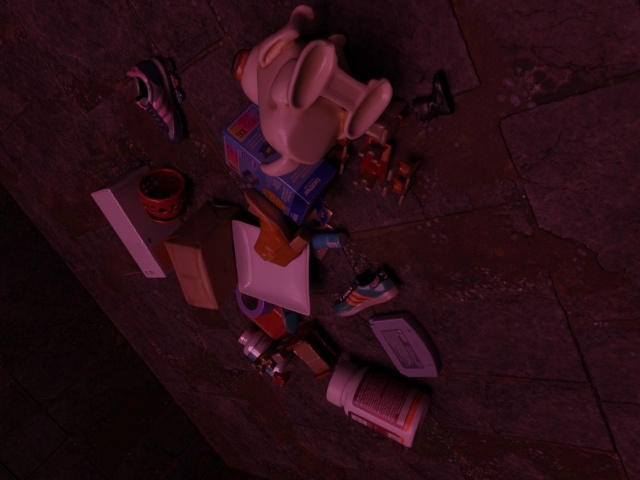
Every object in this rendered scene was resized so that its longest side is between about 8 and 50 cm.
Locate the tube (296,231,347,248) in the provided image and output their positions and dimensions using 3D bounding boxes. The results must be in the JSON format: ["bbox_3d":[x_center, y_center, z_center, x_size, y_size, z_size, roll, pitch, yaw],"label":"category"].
[{"bbox_3d":[0.000,0.000,1.698,0.207,0.052,0.080,-1,117,40],"label":"tube"}]

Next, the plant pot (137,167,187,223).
[{"bbox_3d":[-0.647,-0.176,1.962,0.191,0.191,0.174,27,142,17],"label":"plant pot"}]

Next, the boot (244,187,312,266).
[{"bbox_3d":[-0.190,-0.031,1.657,0.295,0.104,0.211,40,132,-12],"label":"boot"}]

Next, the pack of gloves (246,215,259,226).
[{"bbox_3d":[-0.205,0.010,1.904,0.194,0.046,0.232,16,122,25],"label":"pack of gloves"}]

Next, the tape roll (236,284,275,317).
[{"bbox_3d":[-0.279,0.234,2.051,0.188,0.080,0.189,10,105,41],"label":"tape roll"}]

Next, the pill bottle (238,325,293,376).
[{"bbox_3d":[-0.273,0.538,2.308,0.264,0.146,0.146,38,138,5],"label":"pill bottle"}]

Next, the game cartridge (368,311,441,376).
[{"bbox_3d":[0.332,0.400,1.805,0.198,0.062,0.297,-18,112,40],"label":"game cartridge"}]

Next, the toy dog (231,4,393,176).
[{"bbox_3d":[-0.065,-0.397,1.250,0.408,0.284,0.396,54,127,41],"label":"toy dog"}]

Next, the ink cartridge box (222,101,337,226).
[{"bbox_3d":[-0.109,-0.211,1.484,0.395,0.151,0.270,38,165,2],"label":"ink cartridge box"}]

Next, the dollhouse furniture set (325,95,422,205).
[{"bbox_3d":[0.165,-0.268,1.343,0.261,0.135,0.259,29,148,14],"label":"dollhouse furniture set"}]

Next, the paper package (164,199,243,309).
[{"bbox_3d":[-0.434,0.054,1.899,0.168,0.310,0.325,11,132,21],"label":"paper package"}]

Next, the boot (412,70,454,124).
[{"bbox_3d":[0.281,-0.363,1.210,0.099,0.045,0.121,-2,124,41],"label":"boot"}]

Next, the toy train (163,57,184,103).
[{"bbox_3d":[-0.510,-0.560,1.656,0.036,0.027,0.158,5,127,20],"label":"toy train"}]

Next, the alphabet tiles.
[{"bbox_3d":[-0.104,-0.074,1.739,0.342,0.011,0.285,34,133,2],"label":"alphabet tiles"}]

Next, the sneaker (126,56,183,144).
[{"bbox_3d":[-0.597,-0.481,1.699,0.112,0.131,0.319,21,135,39],"label":"sneaker"}]

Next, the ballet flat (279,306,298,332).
[{"bbox_3d":[-0.146,0.306,2.074,0.068,0.072,0.213,32,138,58],"label":"ballet flat"}]

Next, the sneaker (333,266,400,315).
[{"bbox_3d":[0.146,0.181,1.729,0.302,0.108,0.121,-29,103,39],"label":"sneaker"}]

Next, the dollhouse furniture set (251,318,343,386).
[{"bbox_3d":[-0.107,0.528,2.127,0.374,0.152,0.201,-34,101,38],"label":"dollhouse furniture set"}]

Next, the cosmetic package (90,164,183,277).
[{"bbox_3d":[-0.772,-0.079,2.107,0.161,0.230,0.454,-4,122,39],"label":"cosmetic package"}]

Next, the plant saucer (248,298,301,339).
[{"bbox_3d":[-0.243,0.348,2.201,0.259,0.048,0.258,42,138,1],"label":"plant saucer"}]

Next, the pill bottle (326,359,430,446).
[{"bbox_3d":[0.238,0.667,1.971,0.391,0.224,0.224,20,134,23],"label":"pill bottle"}]

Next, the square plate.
[{"bbox_3d":[-0.184,0.099,1.845,0.346,0.049,0.344,15,123,25],"label":"square plate"}]
